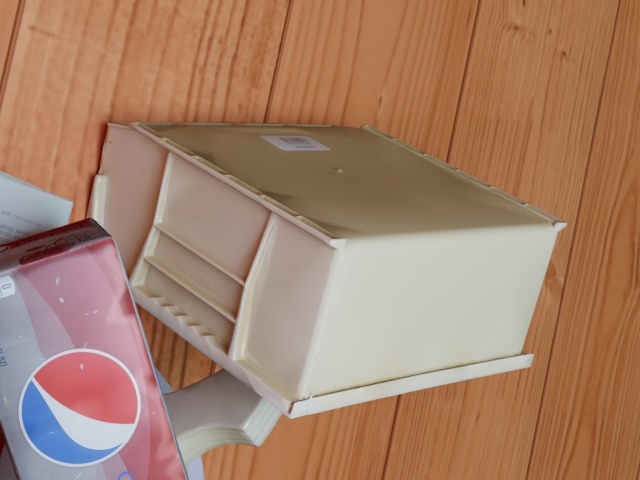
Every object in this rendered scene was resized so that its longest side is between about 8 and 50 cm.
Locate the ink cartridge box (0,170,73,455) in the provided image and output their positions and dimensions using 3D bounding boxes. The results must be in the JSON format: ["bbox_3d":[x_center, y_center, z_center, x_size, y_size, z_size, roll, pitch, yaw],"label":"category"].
[{"bbox_3d":[-0.239,0.042,0.776,0.072,0.127,0.175,22,80,-44],"label":"ink cartridge box"}]

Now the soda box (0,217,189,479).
[{"bbox_3d":[-0.129,0.126,0.711,0.092,0.083,0.263,-18,104,-15],"label":"soda box"}]

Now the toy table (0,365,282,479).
[{"bbox_3d":[-0.137,0.169,0.878,0.274,0.160,0.252,42,66,-42],"label":"toy table"}]

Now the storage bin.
[{"bbox_3d":[0.000,0.000,0.929,0.262,0.260,0.123,-5,117,-45],"label":"storage bin"}]
